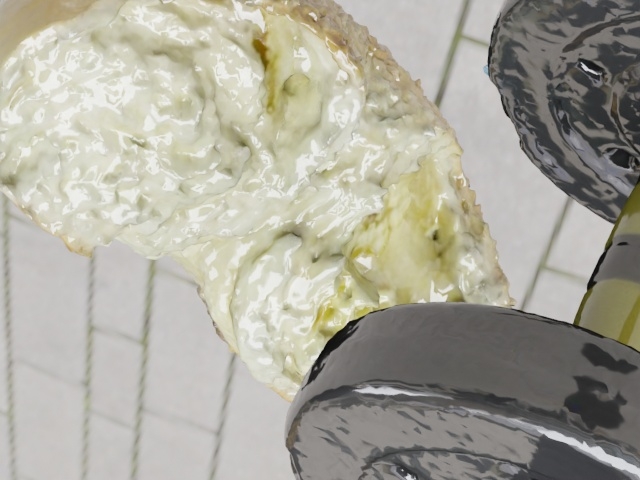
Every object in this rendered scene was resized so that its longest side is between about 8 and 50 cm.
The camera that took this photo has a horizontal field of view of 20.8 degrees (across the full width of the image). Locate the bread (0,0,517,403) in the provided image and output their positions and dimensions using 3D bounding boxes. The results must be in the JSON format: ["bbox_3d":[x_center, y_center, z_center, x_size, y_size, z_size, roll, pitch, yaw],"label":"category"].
[{"bbox_3d":[-0.033,-0.047,0.893,0.171,0.192,0.314,-44,118,10],"label":"bread"}]

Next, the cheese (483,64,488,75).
[{"bbox_3d":[0.192,-0.134,1.481,0.111,0.047,0.017,13,138,4],"label":"cheese"}]

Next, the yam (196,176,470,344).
[{"bbox_3d":[0.002,0.001,1.418,0.128,0.129,0.238,38,136,-18],"label":"yam"}]

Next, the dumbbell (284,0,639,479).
[{"bbox_3d":[0.088,0.014,0.474,0.143,0.325,0.143,22,151,13],"label":"dumbbell"}]
